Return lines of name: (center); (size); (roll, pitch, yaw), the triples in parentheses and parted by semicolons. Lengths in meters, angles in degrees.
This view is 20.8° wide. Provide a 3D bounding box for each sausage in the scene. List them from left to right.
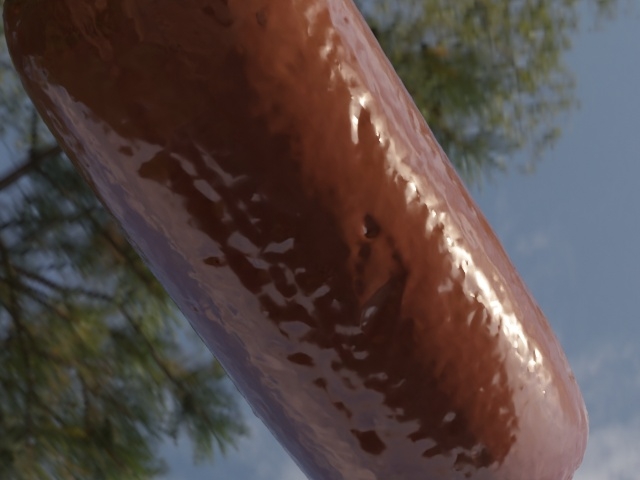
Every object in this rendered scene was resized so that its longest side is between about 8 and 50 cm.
sausage: (0.000, 0.000, 0.348); (0.062, 0.154, 0.062); (-27, -154, 14)
